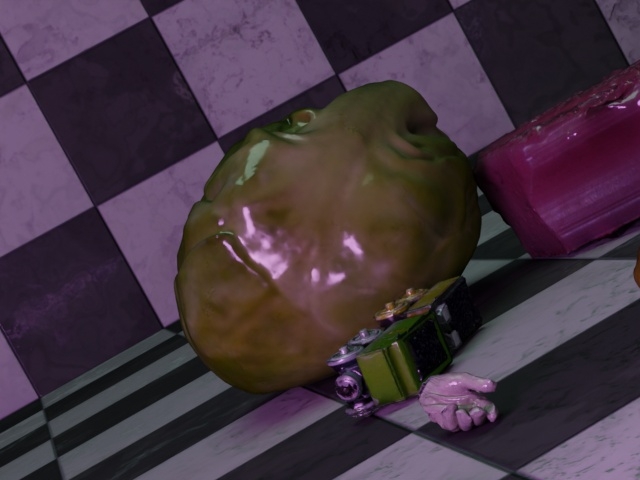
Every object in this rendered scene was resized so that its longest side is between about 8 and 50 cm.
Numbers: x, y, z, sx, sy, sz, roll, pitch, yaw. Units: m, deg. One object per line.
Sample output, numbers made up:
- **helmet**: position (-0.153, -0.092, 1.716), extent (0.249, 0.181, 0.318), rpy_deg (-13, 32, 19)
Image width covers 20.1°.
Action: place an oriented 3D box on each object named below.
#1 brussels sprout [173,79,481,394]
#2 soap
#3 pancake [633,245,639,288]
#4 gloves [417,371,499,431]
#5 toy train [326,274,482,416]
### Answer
- **brussels sprout**: position (0.000, 0.000, 1.676), extent (0.328, 0.247, 0.328), rpy_deg (-39, 8, 6)
- **soap**: position (0.282, -0.090, 1.659), extent (0.325, 0.127, 0.220), rpy_deg (-26, 4, 41)
- **pancake**: position (0.333, -0.040, 1.153), extent (0.305, 0.067, 0.427), rpy_deg (-23, 5, 40)
- **gloves**: position (0.090, 0.104, 1.183), extent (0.044, 0.037, 0.081), rpy_deg (-64, 22, 2)
- **toy train**: position (0.074, 0.081, 1.452), extent (0.081, 0.060, 0.202), rpy_deg (-18, 9, 29)
